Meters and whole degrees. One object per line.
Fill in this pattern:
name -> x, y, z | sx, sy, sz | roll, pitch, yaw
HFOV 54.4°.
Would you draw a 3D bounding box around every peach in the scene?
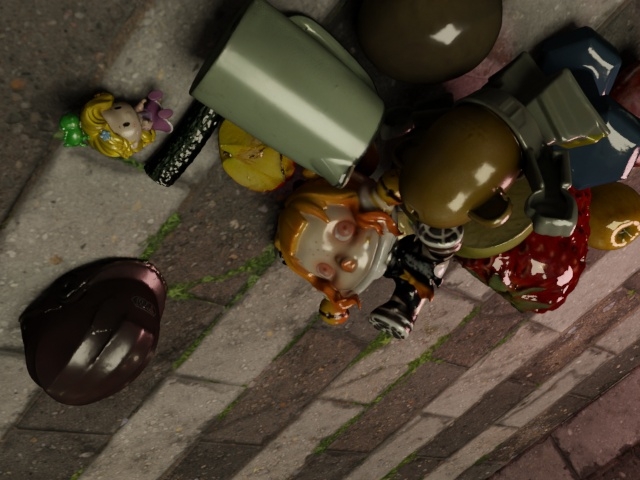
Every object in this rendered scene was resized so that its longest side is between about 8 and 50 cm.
peach -> -0.097, -0.164, 1.022 | 0.151, 0.118, 0.151 | 4, 119, 7

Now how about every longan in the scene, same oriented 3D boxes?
longan -> 0.164, -0.330, 0.932 | 0.220, 0.197, 0.197 | -10, 138, -5

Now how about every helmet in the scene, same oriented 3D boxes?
helmet -> -0.415, 0.187, 1.166 | 0.305, 0.177, 0.225 | -37, 137, 12

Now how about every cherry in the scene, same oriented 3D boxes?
cherry -> 0.649, -0.265, 1.283 | 0.192, 0.175, 0.250 | -6, 134, -7

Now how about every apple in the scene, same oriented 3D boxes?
apple -> 0.276, -0.114, 1.143 | 0.254, 0.292, 0.292 | -51, 140, -11
apple -> 0.710, -0.060, 1.540 | 0.182, 0.155, 0.182 | -16, 141, -14

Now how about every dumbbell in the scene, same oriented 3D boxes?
dumbbell -> 0.460, -0.237, 1.088 | 0.156, 0.316, 0.143 | 29, 134, -16

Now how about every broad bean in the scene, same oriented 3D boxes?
broad bean -> 0.031, -0.170, 1.106 | 0.165, 0.084, 0.114 | 9, 121, -30

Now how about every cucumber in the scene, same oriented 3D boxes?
cucumber -> -0.203, -0.178, 0.996 | 0.058, 0.052, 0.215 | 36, 110, -16

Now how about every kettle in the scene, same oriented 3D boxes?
kettle -> -0.029, -0.230, 0.904 | 0.255, 0.240, 0.165 | 31, 147, -19

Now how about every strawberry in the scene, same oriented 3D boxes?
strawberry -> 0.473, -0.032, 1.369 | 0.317, 0.295, 0.345 | 36, 93, -10

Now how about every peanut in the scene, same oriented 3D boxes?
peanut -> 0.164, 0.009, 1.374 | 0.082, 0.082, 0.187 | -10, 136, -20

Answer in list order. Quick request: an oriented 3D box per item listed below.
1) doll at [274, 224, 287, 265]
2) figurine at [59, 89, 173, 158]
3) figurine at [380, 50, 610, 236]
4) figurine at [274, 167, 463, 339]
doll -> -0.007, -0.002, 1.244 | 0.180, 0.107, 0.110 | -4, 133, -22
figurine -> -0.307, -0.161, 0.929 | 0.156, 0.095, 0.115 | -26, 165, -30
figurine -> 0.236, -0.132, 0.907 | 0.285, 0.342, 0.167 | -41, 121, -14
figurine -> 0.064, -0.002, 1.087 | 0.320, 0.323, 0.196 | -64, 172, 29
